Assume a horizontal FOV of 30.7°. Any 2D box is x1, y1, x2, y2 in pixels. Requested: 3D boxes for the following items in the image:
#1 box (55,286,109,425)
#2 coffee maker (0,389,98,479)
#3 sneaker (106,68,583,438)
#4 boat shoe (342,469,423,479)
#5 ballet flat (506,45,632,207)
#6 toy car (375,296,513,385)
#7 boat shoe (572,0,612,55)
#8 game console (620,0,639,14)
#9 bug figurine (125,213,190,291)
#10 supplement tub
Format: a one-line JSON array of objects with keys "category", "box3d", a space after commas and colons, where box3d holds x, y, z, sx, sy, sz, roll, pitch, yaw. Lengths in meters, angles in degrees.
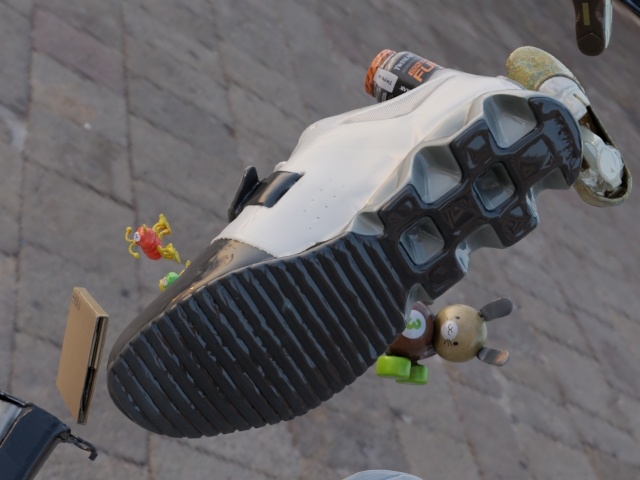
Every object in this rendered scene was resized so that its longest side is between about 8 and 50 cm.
[{"category": "box", "box3d": [-0.362, 0.170, 1.759, 0.021, 0.165, 0.201, 9, 6, -23]}, {"category": "coffee maker", "box3d": [-0.426, 0.318, 1.592, 0.171, 0.120, 0.178, 16, 56, 14]}, {"category": "sneaker", "box3d": [0.000, 0.000, 0.760, 0.146, 0.330, 0.122, 44, -16, 54]}, {"category": "boat shoe", "box3d": [0.025, 0.331, 1.385, 0.226, 0.076, 0.083, -4, 49, -21]}, {"category": "ballet flat", "box3d": [0.463, -0.204, 2.115, 0.349, 0.123, 0.123, 55, 21, -17]}, {"category": "toy car", "box3d": [0.191, 0.136, 1.734, 0.149, 0.188, 0.155, 27, 66, -61]}, {"category": "boat shoe", "box3d": [0.437, -0.394, 1.857, 0.068, 0.190, 0.072, 13, 32, 30]}, {"category": "game console", "box3d": [0.296, -0.241, 0.999, 0.071, 0.107, 0.122, 60, 21, -51]}, {"category": "bug figurine", "box3d": [-0.253, 0.104, 2.015, 0.216, 0.072, 0.279, 63, 4, -56]}, {"category": "supplement tub", "box3d": [0.182, -0.269, 2.111, 0.190, 0.117, 0.117, 29, 19, 23]}]
